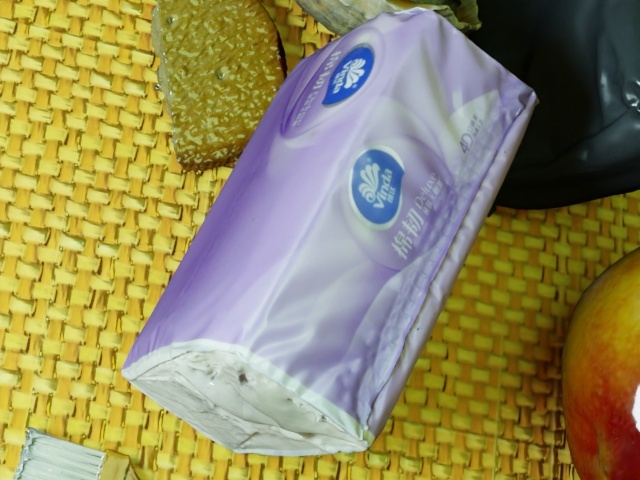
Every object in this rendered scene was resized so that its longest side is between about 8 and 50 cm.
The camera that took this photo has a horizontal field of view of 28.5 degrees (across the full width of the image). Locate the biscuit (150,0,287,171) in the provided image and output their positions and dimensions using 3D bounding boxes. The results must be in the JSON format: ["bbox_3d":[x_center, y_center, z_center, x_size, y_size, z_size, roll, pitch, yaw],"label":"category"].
[{"bbox_3d":[-0.092,-0.162,1.160,0.126,0.025,0.206,-2,76,-20],"label":"biscuit"}]

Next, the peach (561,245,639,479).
[{"bbox_3d":[0.359,0.130,1.083,0.332,0.308,0.308,-19,81,-26],"label":"peach"}]

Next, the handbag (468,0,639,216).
[{"bbox_3d":[0.270,-0.175,1.180,0.177,0.275,0.302,16,62,-27],"label":"handbag"}]

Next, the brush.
[{"bbox_3d":[-0.103,0.242,1.039,0.314,0.017,0.090,21,71,-13],"label":"brush"}]

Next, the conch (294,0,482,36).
[{"bbox_3d":[0.034,-0.263,1.161,0.210,0.158,0.291,53,23,-36],"label":"conch"}]

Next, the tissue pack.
[{"bbox_3d":[0.000,0.000,1.017,0.160,0.242,0.338,37,64,-18],"label":"tissue pack"}]
